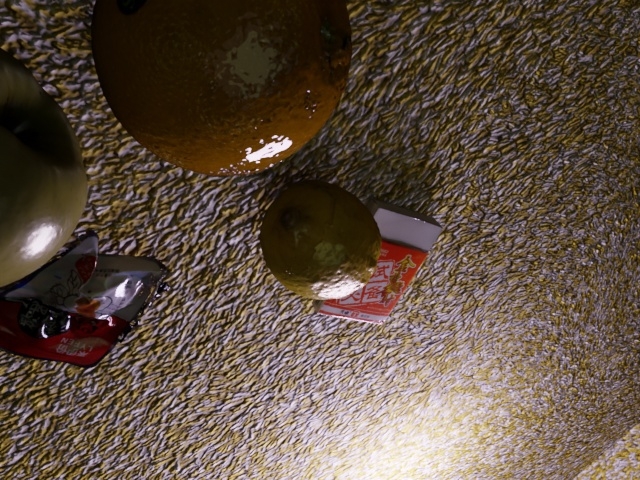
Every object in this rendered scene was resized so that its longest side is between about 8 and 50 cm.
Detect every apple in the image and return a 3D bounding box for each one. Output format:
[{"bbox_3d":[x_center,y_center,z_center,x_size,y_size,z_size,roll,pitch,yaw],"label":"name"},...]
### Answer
[{"bbox_3d":[-0.379,-0.074,0.597,0.262,0.262,0.263,-13,127,-18],"label":"apple"}]

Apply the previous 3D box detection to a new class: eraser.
[{"bbox_3d":[0.102,0.045,1.041,0.157,0.038,0.230,14,116,-33],"label":"eraser"}]

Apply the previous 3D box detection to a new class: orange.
[{"bbox_3d":[-0.101,-0.201,0.622,0.274,0.274,0.275,-13,127,-18],"label":"orange"}]

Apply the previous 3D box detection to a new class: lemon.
[{"bbox_3d":[0.003,0.000,0.877,0.193,0.181,0.181,8,118,-30],"label":"lemon"}]

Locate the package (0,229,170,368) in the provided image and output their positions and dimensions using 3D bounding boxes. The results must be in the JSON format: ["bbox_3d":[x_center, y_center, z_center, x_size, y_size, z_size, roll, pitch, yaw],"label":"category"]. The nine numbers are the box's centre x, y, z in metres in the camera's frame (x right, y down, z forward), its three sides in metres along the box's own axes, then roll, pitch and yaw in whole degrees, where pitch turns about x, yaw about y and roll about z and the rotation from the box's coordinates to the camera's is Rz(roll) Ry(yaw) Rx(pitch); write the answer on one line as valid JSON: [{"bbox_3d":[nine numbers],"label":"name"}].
[{"bbox_3d":[-0.351,0.091,0.839,0.194,0.071,0.269,34,123,-28],"label":"package"}]
